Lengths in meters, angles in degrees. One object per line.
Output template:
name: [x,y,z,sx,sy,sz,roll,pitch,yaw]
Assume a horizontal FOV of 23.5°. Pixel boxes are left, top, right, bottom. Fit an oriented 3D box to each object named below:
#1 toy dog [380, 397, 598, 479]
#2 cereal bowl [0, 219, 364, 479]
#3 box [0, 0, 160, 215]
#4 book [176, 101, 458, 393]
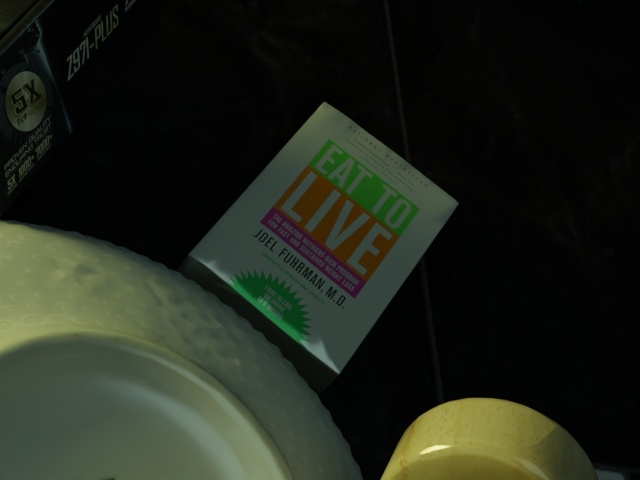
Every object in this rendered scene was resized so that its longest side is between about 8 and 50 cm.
toy dog: [0.094,0.211,0.549,0.220,0.161,0.334,-66,145,-39]
cereal bowl: [-0.105,0.132,0.579,0.339,0.141,0.339,18,52,-26]
box: [-0.181,-0.107,0.663,0.180,0.077,0.147,19,46,15]
book: [0.000,0.000,0.812,0.096,0.035,0.144,40,49,-3]
